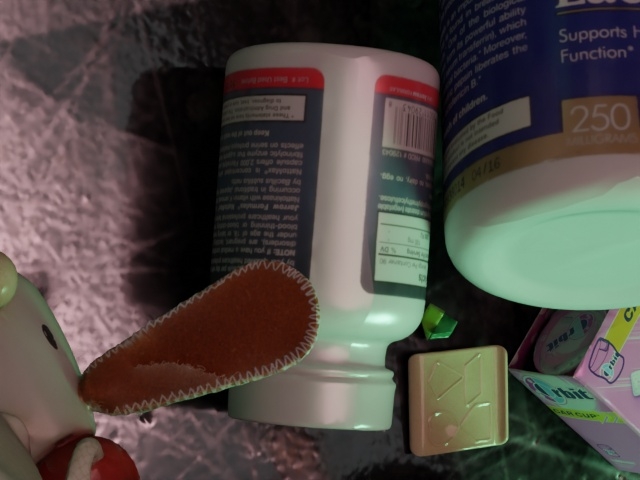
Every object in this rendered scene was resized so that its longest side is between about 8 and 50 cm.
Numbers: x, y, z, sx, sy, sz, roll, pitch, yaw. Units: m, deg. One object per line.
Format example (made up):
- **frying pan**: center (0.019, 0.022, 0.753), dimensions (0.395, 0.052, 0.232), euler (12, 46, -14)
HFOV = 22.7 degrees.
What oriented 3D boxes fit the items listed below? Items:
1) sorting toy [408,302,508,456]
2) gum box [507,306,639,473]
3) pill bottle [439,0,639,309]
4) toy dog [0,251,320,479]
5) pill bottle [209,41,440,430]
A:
- **sorting toy**: center (0.075, 0.075, 0.888), dimensions (0.062, 0.012, 0.083), euler (-3, 94, -27)
- **gum box**: center (0.205, 0.031, 0.939), dimensions (0.107, 0.062, 0.188), euler (42, 69, -25)
- **pill bottle**: center (0.136, -0.110, 0.818), dimensions (0.153, 0.153, 0.264), euler (15, 62, -31)
- **toy dog**: center (-0.050, 0.102, 0.615), dimensions (0.334, 0.161, 0.220), euler (25, 42, 10)
- **pill bottle**: center (0.000, 0.000, 0.787), dimensions (0.108, 0.108, 0.180), euler (7, 85, -32)
